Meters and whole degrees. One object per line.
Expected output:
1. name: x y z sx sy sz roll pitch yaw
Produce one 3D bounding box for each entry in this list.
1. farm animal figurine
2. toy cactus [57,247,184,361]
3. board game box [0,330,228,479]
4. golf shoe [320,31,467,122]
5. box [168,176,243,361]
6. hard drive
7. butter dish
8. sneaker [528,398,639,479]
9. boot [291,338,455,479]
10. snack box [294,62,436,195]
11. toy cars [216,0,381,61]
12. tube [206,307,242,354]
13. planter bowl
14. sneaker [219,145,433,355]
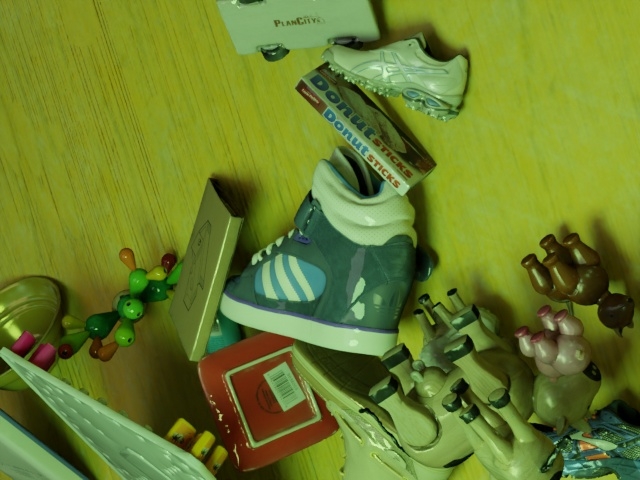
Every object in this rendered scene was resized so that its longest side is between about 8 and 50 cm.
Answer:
1. farm animal figurine: 0.194 0.164 1.521 0.326 0.330 0.172 -26 109 42
2. toy cactus: -0.277 0.089 2.051 0.112 0.219 0.180 47 173 -4
3. board game box: -0.207 0.298 1.967 0.390 0.050 0.390 23 157 38
4. golf shoe: 0.088 -0.201 1.662 0.176 0.069 0.086 24 99 19
5. box: -0.152 0.035 1.914 0.164 0.021 0.201 -128 52 -65
6. hard drive: -0.505 0.306 2.280 0.210 0.040 0.319 7 149 43
7. butter dish: -0.079 0.207 1.919 0.160 0.159 0.118 68 158 3
8. sneaker: 0.310 0.213 1.585 0.221 0.083 0.087 2 91 38
9. boot: 0.043 0.257 1.837 0.262 0.095 0.203 37 127 23
10. snack box: 0.052 -0.131 1.691 0.178 0.064 0.022 45 134 6
11. toy cars: 0.034 -0.331 1.650 0.176 0.087 0.393 32 136 -13
12. tube: -0.126 0.168 2.004 0.080 0.052 0.207 9 114 58
13. planter bowl: -0.467 0.166 2.270 0.217 0.217 0.090 6 143 43
14. sneaker: 0.000 0.000 1.792 0.322 0.130 0.236 13 96 53
